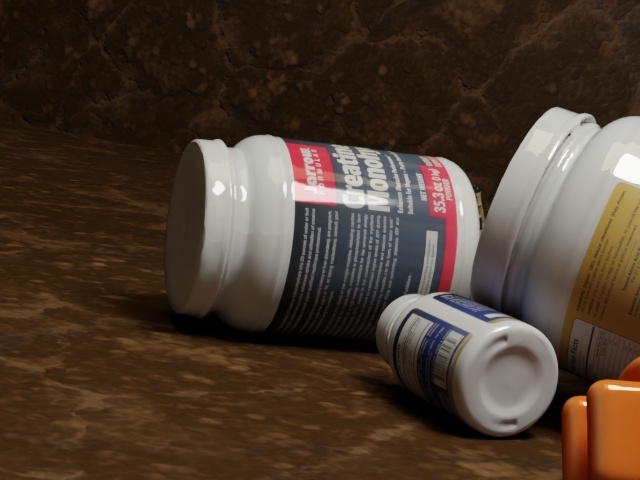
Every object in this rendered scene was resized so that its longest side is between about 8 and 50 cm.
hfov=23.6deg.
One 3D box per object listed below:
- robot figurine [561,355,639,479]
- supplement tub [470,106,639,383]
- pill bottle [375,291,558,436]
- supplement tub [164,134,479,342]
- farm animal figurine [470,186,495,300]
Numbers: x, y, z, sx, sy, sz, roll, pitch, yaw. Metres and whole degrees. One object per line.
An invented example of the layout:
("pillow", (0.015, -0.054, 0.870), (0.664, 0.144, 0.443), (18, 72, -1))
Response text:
("robot figurine", (0.267, 0.139, 0.991), (0.220, 0.158, 0.128), (6, 30, -11))
("supplement tub", (0.308, 0.030, 1.285), (0.316, 0.228, 0.228), (23, 13, 20))
("pill bottle", (0.114, 0.095, 1.270), (0.094, 0.094, 0.169), (5, 9, -26))
("supplement tub", (0.000, 0.000, 1.489), (0.272, 0.191, 0.191), (6, 8, -18))
("farm animal figurine", (0.263, 0.047, 1.600), (0.327, 0.172, 0.330), (-2, 12, 19))
